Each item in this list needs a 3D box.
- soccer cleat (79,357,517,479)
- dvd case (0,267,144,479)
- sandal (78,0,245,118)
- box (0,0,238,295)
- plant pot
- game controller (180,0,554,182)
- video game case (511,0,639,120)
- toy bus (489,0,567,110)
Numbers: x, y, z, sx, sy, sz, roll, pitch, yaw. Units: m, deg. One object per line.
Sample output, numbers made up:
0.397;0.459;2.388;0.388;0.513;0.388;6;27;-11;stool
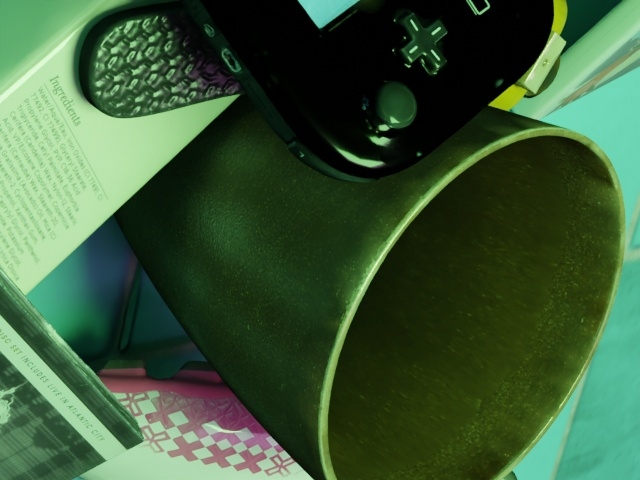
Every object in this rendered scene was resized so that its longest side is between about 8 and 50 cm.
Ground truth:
-0.017;0.160;1.076;0.331;0.116;0.143;16;70;-30;soccer cleat
-0.216;0.104;0.906;0.221;0.018;0.164;-28;140;5;dvd case
-0.034;-0.098;0.885;0.179;0.040;0.067;-11;118;-28;sandal
-0.101;-0.105;0.908;0.275;0.094;0.113;-44;141;-19;box
0.000;0.000;0.980;0.215;0.230;0.215;-28;133;-35;plant pot
-0.025;-0.184;0.831;0.166;0.067;0.319;-39;98;-23;game controller
0.237;-0.156;1.218;0.183;0.023;0.201;-28;172;-34;video game case
0.090;-0.125;1.102;0.202;0.104;0.191;-29;134;-33;toy bus
